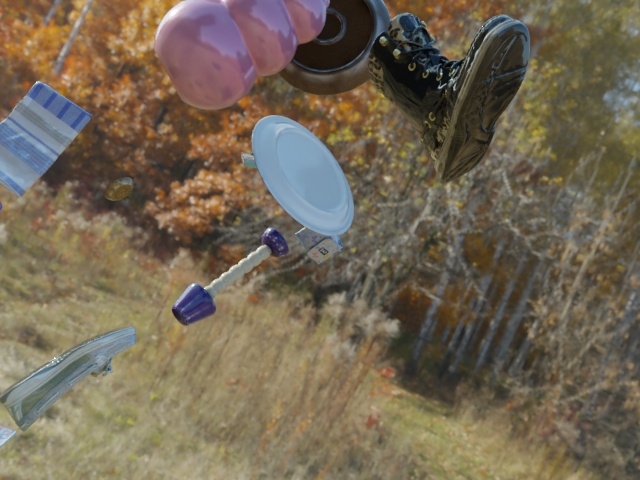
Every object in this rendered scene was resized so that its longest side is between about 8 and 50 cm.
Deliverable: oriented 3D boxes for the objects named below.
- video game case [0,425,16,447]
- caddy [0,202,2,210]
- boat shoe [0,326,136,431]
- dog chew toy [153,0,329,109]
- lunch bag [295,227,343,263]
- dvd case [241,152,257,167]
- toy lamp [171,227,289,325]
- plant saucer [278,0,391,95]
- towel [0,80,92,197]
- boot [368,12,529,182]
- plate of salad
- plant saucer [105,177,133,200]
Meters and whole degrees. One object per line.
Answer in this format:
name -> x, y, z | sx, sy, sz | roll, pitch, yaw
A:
video game case -> -0.896, 0.517, 2.162 | 0.122, 0.011, 0.087 | 20, 14, 2
caddy -> -0.731, -0.085, 1.453 | 0.341, 0.241, 0.179 | 14, -45, 59
boat shoe -> -0.546, 0.296, 1.786 | 0.103, 0.320, 0.118 | 61, -19, -7
dog chew toy -> -0.136, -0.384, 1.495 | 0.207, 0.332, 0.206 | 62, -4, 7
lunch bag -> 0.000, 0.000, 1.718 | 0.083, 0.071, 0.053 | 58, 26, 2
dvd case -> -0.102, -0.144, 1.498 | 0.087, 0.013, 0.119 | 9, 13, -11
toy lamp -> -0.183, 0.076, 1.636 | 0.080, 0.274, 0.080 | 37, -31, 27
plant saucer -> 0.016, -0.502, 1.924 | 0.310, 0.311, 0.050 | 26, -6, 12
towel -> -0.744, -0.262, 2.051 | 0.209, 0.285, 0.034 | 34, -12, 22
boot -> 0.222, -0.318, 1.484 | 0.284, 0.138, 0.377 | 55, -21, 25
plate of salad -> -0.028, -0.090, 1.150 | 0.200, 0.048, 0.200 | 34, 38, -31
plant saucer -> -0.528, -0.132, 2.121 | 0.015, 0.083, 0.083 | 50, 6, 20
